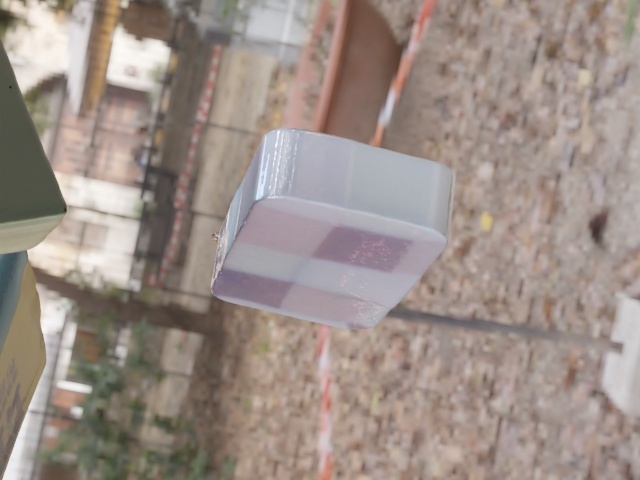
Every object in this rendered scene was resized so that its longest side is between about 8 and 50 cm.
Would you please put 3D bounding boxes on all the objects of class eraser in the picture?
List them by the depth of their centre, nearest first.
[{"bbox_3d":[0.002,-0.001,0.486,0.105,0.065,0.026,126,153,-65],"label":"eraser"}]

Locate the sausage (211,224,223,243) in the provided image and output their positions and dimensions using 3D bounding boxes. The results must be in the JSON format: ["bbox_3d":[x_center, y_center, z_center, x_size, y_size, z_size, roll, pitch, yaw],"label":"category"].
[{"bbox_3d":[0.000,0.000,1.228,0.054,0.183,0.062,-101,15,-49],"label":"sausage"}]

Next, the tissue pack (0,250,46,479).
[{"bbox_3d":[-0.228,0.113,0.543,0.134,0.192,0.271,105,178,-56],"label":"tissue pack"}]

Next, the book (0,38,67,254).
[{"bbox_3d":[-0.199,-0.106,0.393,0.027,0.202,0.264,-34,74,43],"label":"book"}]
